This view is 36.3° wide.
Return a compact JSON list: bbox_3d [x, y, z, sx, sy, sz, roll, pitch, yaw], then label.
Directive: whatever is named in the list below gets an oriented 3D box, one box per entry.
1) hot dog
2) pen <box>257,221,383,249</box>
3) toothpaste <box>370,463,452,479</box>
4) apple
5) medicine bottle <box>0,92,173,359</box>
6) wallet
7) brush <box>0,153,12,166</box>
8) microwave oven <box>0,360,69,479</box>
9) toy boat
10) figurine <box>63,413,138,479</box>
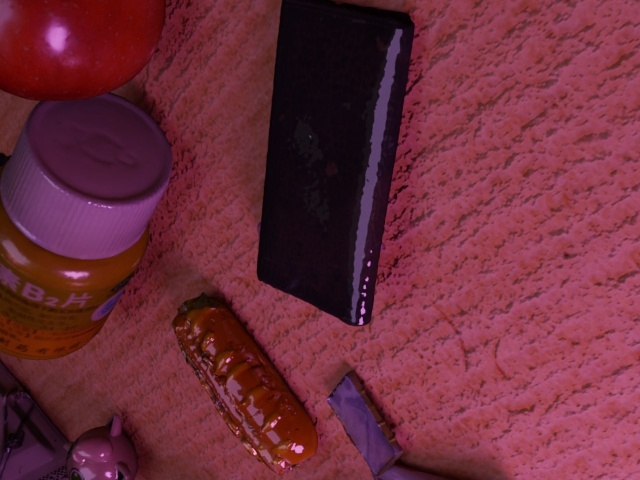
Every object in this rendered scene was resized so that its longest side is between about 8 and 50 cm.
[{"bbox_3d":[-0.105,0.188,1.274,0.269,0.072,0.115,50,145,17],"label":"hot dog"},{"bbox_3d":[0.000,0.000,1.097,0.197,0.032,0.053,7,111,48],"label":"pen"},{"bbox_3d":[0.129,0.297,1.091,0.234,0.057,0.089,-5,102,55],"label":"toothpaste"},{"bbox_3d":[-0.311,-0.288,1.119,0.260,0.260,0.216,35,125,31],"label":"apple"},{"bbox_3d":[-0.347,-0.013,1.316,0.224,0.224,0.384,54,137,14],"label":"medicine bottle"},{"bbox_3d":[0.011,-0.083,1.008,0.170,0.044,0.321,23,114,40],"label":"wallet"},{"bbox_3d":[-0.519,-0.134,1.606,0.083,0.008,0.024,-3,105,47],"label":"brush"},{"bbox_3d":[-0.619,0.474,1.833,0.432,0.236,0.374,41,134,26],"label":"microwave oven"},{"bbox_3d":[0.051,0.214,1.143,0.115,0.016,0.063,56,137,24],"label":"toy boat"},{"bbox_3d":[-0.359,0.363,1.590,0.138,0.125,0.125,-42,76,35],"label":"figurine"}]
